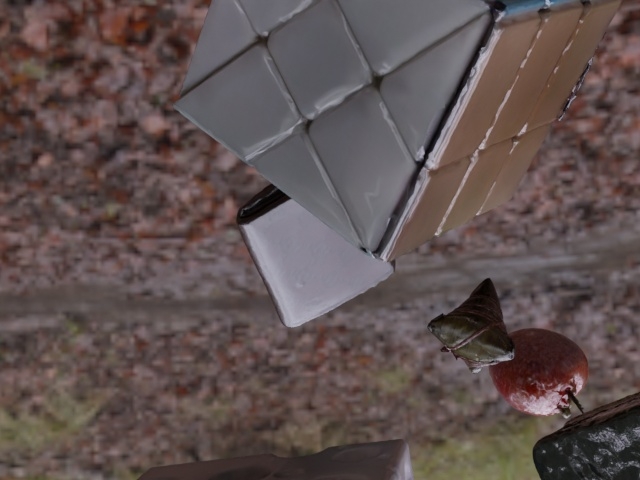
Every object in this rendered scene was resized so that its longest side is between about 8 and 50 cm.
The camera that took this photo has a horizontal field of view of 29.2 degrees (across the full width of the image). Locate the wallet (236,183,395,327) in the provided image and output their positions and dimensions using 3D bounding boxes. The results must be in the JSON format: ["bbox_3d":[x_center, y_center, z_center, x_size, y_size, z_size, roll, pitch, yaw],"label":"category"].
[{"bbox_3d":[0.000,0.000,1.534,0.182,0.049,0.229,-31,136,-11],"label":"wallet"}]

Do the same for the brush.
[{"bbox_3d":[0.225,0.148,0.745,0.059,0.123,0.197,-19,170,-41],"label":"brush"}]

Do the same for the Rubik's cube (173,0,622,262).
[{"bbox_3d":[0.063,-0.153,0.970,0.225,0.231,0.221,-24,145,-52],"label":"Rubik's cube"}]

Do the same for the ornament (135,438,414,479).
[{"bbox_3d":[-0.041,0.313,0.966,0.239,0.239,0.240,-8,-175,12],"label":"ornament"}]

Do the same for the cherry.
[{"bbox_3d":[0.275,0.158,1.345,0.107,0.090,0.225,-12,-156,-41],"label":"cherry"}]

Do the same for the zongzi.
[{"bbox_3d":[0.120,0.079,0.945,0.067,0.073,0.083,12,-153,15],"label":"zongzi"}]
